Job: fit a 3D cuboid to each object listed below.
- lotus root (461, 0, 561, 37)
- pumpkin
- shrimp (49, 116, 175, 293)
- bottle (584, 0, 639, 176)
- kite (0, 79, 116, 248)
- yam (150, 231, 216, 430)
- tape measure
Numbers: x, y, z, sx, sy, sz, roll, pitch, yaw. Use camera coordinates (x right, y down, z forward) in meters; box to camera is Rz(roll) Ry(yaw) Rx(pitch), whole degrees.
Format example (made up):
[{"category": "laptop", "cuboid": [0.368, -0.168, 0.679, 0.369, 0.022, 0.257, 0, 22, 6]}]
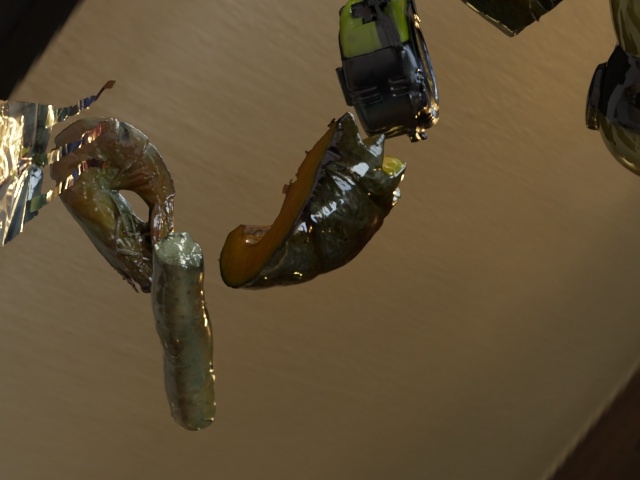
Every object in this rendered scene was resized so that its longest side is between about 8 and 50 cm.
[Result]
[{"category": "lotus root", "cuboid": [0.197, -0.385, 1.635, 0.149, 0.260, 0.267, -48, -172, -13]}, {"category": "pumpkin", "cuboid": [0.000, 0.000, 1.495, 0.254, 0.130, 0.149, -42, -151, 40]}, {"category": "shrimp", "cuboid": [-0.242, -0.034, 1.751, 0.145, 0.061, 0.267, -24, -85, 11]}, {"category": "bottle", "cuboid": [0.312, -0.210, 1.092, 0.171, 0.171, 0.351, 36, -55, 46]}, {"category": "kite", "cuboid": [-0.209, -0.057, 1.024, 0.015, 0.245, 0.141, 17, -67, 13]}, {"category": "yam", "cuboid": [-0.158, 0.112, 1.606, 0.067, 0.317, 0.071, -10, -132, -10]}, {"category": "tape measure", "cuboid": [0.078, -0.215, 1.691, 0.112, 0.199, 0.186, -17, -164, 10]}]
